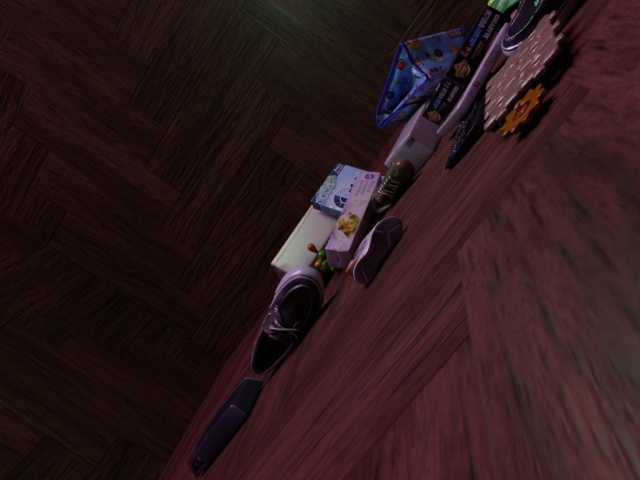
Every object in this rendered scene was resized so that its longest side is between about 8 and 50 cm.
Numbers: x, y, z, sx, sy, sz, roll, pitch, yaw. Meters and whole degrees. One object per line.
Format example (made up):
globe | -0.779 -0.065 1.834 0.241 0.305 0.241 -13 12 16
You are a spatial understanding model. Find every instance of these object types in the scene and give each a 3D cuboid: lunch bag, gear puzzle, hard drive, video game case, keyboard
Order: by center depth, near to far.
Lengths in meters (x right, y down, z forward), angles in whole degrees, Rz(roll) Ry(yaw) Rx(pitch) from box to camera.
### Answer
gear puzzle | 0.322 -0.243 1.059 0.175 0.044 0.339 -51 8 31
keyboard | 0.323 -0.273 1.375 0.201 0.033 0.317 -52 5 34
video game case | 0.328 -0.337 1.484 0.206 0.026 0.227 -60 -1 -4
hard drive | -0.249 0.474 1.774 0.254 0.054 0.172 -53 3 24
lunch bag | 0.284 -0.424 1.917 0.221 0.138 0.293 -21 -19 -27

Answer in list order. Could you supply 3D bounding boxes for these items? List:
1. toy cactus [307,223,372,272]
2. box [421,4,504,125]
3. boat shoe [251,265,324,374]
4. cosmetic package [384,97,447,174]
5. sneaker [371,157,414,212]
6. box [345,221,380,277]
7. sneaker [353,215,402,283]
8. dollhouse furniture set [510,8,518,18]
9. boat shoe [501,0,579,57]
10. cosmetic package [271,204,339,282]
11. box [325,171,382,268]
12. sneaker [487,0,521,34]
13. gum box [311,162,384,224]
toy cactus | 0.058 0.007 1.853 0.180 0.112 0.219 -45 -5 5
box | 0.313 -0.386 1.529 0.220 0.051 0.175 -59 -2 -20
boat shoe | -0.081 0.212 1.706 0.119 0.121 0.335 -73 6 -55
cosmetic package | 0.255 -0.265 1.793 0.117 0.086 0.231 -51 7 41
sneaker | 0.176 -0.127 1.725 0.086 0.064 0.192 -57 -1 -22
box | 0.107 0.015 1.566 0.081 0.028 0.136 -52 6 43
sneaker | 0.106 0.017 1.346 0.152 0.054 0.061 -56 1 -9
dollhouse furniture set | 0.458 -0.459 1.343 0.144 0.123 0.151 -53 39 29
boat shoe | 0.406 -0.456 1.197 0.301 0.102 0.108 -50 31 30
cosmetic package | 0.000 0.000 2.033 0.309 0.113 0.160 -56 -24 -17
box | 0.091 -0.058 1.773 0.324 0.063 0.067 -65 -27 -45
sneaker | 0.479 -0.544 1.476 0.295 0.110 0.123 -45 37 50
gum box | 0.092 -0.131 1.952 0.157 0.184 0.041 -56 -31 -24
